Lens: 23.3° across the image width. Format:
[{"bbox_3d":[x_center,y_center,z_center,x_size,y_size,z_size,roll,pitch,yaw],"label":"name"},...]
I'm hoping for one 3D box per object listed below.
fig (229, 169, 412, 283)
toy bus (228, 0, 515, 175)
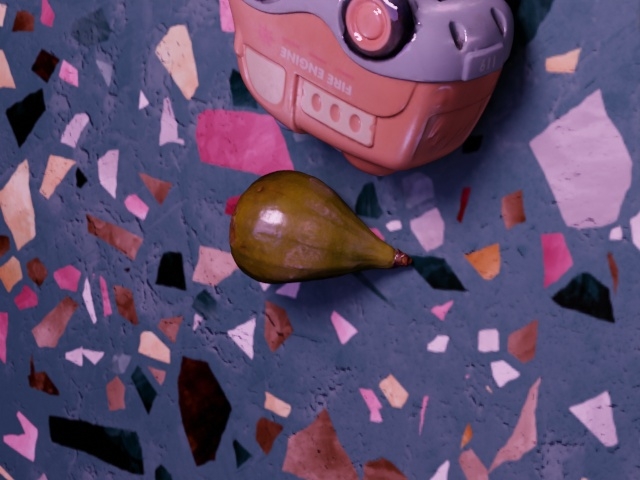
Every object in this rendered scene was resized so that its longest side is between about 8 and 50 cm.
[{"bbox_3d":[-0.004,-0.017,1.617,0.184,0.133,0.127,-9,74,2],"label":"fig"},{"bbox_3d":[0.042,-0.188,1.503,0.287,0.194,0.232,31,128,30],"label":"toy bus"}]
